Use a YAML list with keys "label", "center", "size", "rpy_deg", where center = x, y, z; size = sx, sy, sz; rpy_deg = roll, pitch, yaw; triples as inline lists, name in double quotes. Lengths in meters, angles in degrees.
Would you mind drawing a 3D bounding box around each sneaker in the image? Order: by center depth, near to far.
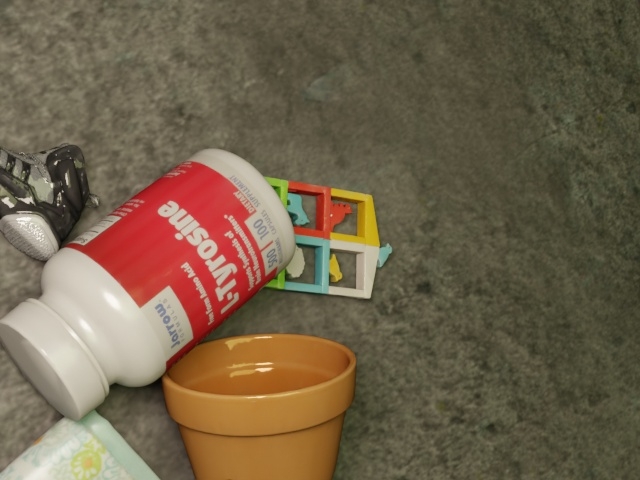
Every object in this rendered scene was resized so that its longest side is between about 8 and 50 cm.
- label: "sneaker"
  center: [-0.438, -0.111, 1.297]
  size: [0.268, 0.101, 0.153]
  rpy_deg: [52, 59, -20]

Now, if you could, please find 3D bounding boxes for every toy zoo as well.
- label: "toy zoo"
  center: [0.000, 0.000, 1.589]
  size: [0.293, 0.030, 0.192]
  rpy_deg: [7, 78, -31]

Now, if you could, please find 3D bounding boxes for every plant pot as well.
- label: "plant pot"
  center: [-0.087, 0.276, 1.359]
  size: [0.291, 0.291, 0.203]
  rpy_deg: [-10, 104, -33]

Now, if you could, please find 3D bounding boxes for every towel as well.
- label: "towel"
  center: [-0.332, 0.468, 1.265]
  size: [0.320, 0.090, 0.374]
  rpy_deg: [-44, 105, -31]

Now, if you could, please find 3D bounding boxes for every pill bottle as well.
- label: "pill bottle"
  center: [-0.246, 0.061, 1.307]
  size: [0.407, 0.229, 0.229]
  rpy_deg: [-41, 104, -30]
